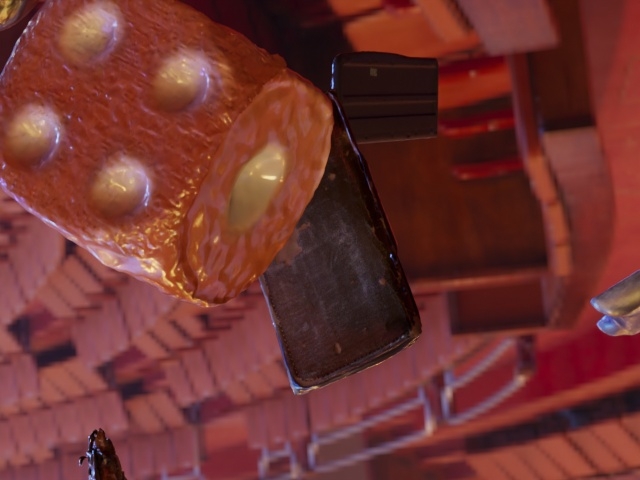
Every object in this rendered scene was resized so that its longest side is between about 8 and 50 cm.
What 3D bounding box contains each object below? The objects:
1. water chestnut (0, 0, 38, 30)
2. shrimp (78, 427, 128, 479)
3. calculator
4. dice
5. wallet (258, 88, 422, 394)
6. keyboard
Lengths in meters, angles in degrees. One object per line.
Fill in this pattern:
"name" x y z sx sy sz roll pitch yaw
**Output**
"water chestnut" -0.478 -0.417 1.825 0.351 0.302 0.350 11 -155 -5
"shrimp" -0.212 0.290 1.583 0.042 0.190 0.101 -16 -172 18
"calculator" 0.410 0.019 1.563 0.268 0.040 0.177 -33 161 5
"dice" -0.111 -0.068 1.010 0.179 0.174 0.175 29 -178 20
"wallet" 0.000 0.000 1.188 0.122 0.232 0.031 -26 156 18
"keyboard" 0.055 -0.145 1.543 0.041 0.103 0.381 3 -174 19
